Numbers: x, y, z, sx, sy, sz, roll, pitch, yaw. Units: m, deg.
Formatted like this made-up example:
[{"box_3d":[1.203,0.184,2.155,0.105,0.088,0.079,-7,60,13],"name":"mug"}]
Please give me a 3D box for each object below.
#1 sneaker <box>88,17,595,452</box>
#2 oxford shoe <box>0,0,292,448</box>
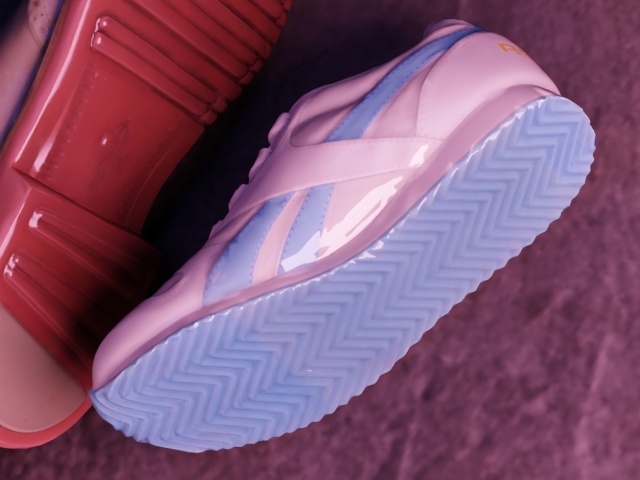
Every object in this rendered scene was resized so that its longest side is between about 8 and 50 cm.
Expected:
[{"box_3d":[0.000,0.000,0.817,0.229,0.087,0.092,-36,46,-1],"name":"sneaker"},{"box_3d":[-0.116,-0.084,0.898,0.130,0.123,0.348,14,71,39],"name":"oxford shoe"}]
